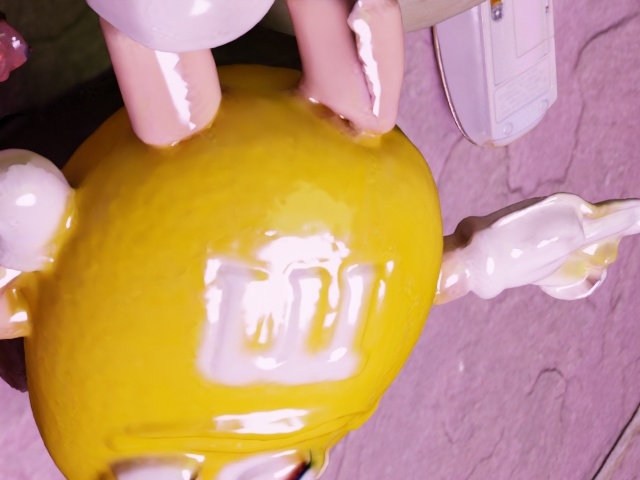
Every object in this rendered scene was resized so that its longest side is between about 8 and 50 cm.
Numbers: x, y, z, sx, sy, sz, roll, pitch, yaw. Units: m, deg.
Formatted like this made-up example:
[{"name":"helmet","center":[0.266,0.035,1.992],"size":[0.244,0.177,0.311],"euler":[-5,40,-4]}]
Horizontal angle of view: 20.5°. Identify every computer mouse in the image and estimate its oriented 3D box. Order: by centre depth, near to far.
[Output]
[{"name":"computer mouse","center":[0.126,-0.160,1.249],"size":[0.102,0.045,0.199],"euler":[-33,132,-30]}]

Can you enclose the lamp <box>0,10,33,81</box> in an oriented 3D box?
[{"name":"lamp","center":[-0.255,-0.101,0.800],"size":[0.223,0.215,0.151],"euler":[39,95,-27]}]

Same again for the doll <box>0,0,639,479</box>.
[{"name":"doll","center":[-0.017,-0.020,0.863],"size":[0.348,0.161,0.423],"euler":[-25,136,3]}]

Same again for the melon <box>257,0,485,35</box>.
[{"name":"melon","center":[0.023,-0.234,0.942],"size":[0.308,0.272,0.271],"euler":[-32,132,-43]}]

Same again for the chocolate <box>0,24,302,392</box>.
[{"name":"chocolate","center":[-0.098,-0.034,1.044],"size":[0.321,0.112,0.112],"euler":[-35,142,-31]}]
